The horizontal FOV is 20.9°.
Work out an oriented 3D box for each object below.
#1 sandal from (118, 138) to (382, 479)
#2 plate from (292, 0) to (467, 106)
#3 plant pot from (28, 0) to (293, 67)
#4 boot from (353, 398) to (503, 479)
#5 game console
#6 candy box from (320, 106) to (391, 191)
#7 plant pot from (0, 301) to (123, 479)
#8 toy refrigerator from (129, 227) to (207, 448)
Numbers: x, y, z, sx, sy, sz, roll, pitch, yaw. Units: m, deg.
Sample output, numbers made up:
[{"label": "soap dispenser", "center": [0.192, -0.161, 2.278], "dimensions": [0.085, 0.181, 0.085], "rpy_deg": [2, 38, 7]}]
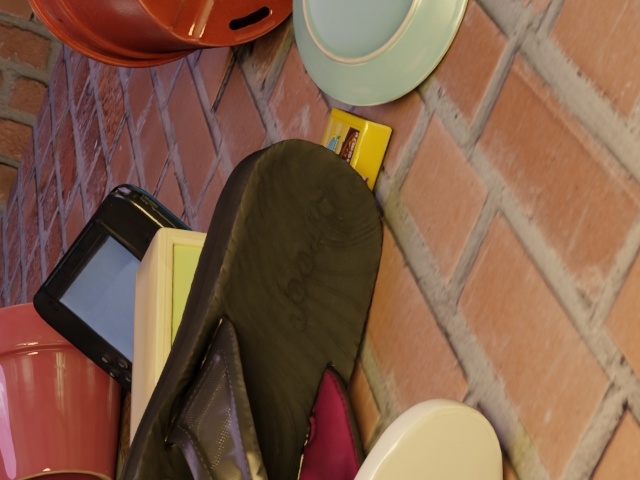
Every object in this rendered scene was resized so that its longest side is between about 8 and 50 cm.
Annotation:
[{"label": "sandal", "center": [-0.035, 0.130, 1.153], "dimensions": [0.107, 0.167, 0.445], "rpy_deg": [-16, 57, 49]}, {"label": "plate", "center": [0.037, -0.195, 1.306], "dimensions": [0.188, 0.024, 0.188], "rpy_deg": [-9, 78, 46]}, {"label": "plant pot", "center": [-0.144, -0.301, 1.746], "dimensions": [0.265, 0.272, 0.272], "rpy_deg": [21, 94, 64]}, {"label": "boot", "center": [0.019, 0.199, 1.003], "dimensions": [0.123, 0.095, 0.258], "rpy_deg": [35, 108, 65]}, {"label": "game console", "center": [-0.164, 0.131, 1.527], "dimensions": [0.173, 0.250, 0.293], "rpy_deg": [-52, 5, -33]}, {"label": "candy box", "center": [0.000, 0.000, 1.367], "dimensions": [0.105, 0.027, 0.206], "rpy_deg": [-144, 71, -74]}, {"label": "plant pot", "center": [-0.294, 0.187, 1.851], "dimensions": [0.201, 0.201, 0.180], "rpy_deg": [-51, 43, 50]}, {"label": "toy refrigerator", "center": [-0.086, 0.130, 1.321], "dimensions": [0.094, 0.102, 0.269], "rpy_deg": [125, 149, -57]}]
